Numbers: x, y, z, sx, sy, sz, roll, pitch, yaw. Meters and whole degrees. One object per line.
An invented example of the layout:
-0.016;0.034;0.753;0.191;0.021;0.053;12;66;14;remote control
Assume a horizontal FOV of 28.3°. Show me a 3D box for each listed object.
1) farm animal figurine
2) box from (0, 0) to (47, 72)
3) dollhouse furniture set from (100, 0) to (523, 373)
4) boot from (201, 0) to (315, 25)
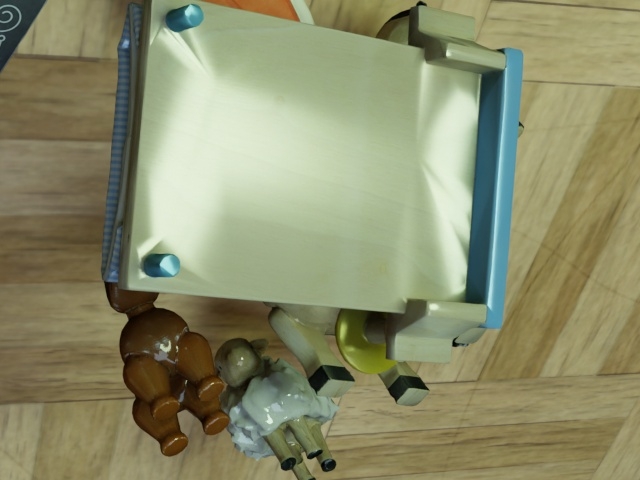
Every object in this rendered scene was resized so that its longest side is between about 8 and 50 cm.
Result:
0.000;0.000;0.896;0.330;0.172;0.327;-40;146;6;farm animal figurine
-0.274;-0.104;0.674;0.142;0.163;0.247;19;122;-39;box
-0.073;-0.090;0.624;0.286;0.198;0.304;5;87;-30;dollhouse furniture set
-0.064;-0.163;0.787;0.084;0.059;0.158;-40;134;-2;boot
